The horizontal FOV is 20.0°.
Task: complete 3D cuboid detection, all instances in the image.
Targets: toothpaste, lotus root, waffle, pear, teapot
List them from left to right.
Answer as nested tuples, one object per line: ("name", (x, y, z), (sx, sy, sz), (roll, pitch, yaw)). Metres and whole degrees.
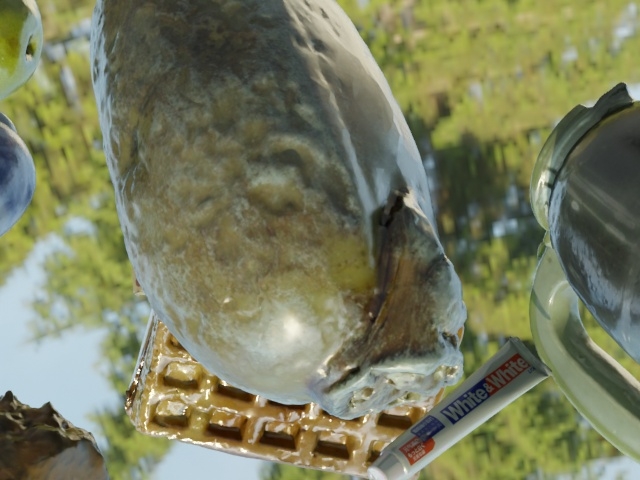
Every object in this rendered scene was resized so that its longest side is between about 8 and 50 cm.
("pear", (-0.425, -0.242, 2.082), (0.216, 0.166, 0.180), (18, -137, 8))
("lotus root", (-0.042, -0.056, 1.002), (0.175, 0.175, 0.349), (-19, -117, -7))
("waffle", (-0.029, 0.127, 1.921), (0.328, 0.224, 0.098), (11, -158, -13))
("toothpaste", (0.122, 0.154, 1.616), (0.052, 0.033, 0.218), (44, -127, 17))
("teapot", (0.311, 0.006, 1.624), (0.239, 0.321, 0.239), (-33, -134, -18))

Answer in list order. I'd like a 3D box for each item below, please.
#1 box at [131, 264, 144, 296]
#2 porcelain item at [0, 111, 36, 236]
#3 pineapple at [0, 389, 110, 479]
("box", (-0.162, 0.010, 2.069), (0.149, 0.020, 0.073), (-21, -113, 36))
("porcelain item", (-0.363, -0.034, 1.760), (0.141, 0.141, 0.259), (-1, -142, 16))
("pineapple", (-0.231, 0.124, 0.965), (0.248, 0.128, 0.128), (13, -135, 31))
